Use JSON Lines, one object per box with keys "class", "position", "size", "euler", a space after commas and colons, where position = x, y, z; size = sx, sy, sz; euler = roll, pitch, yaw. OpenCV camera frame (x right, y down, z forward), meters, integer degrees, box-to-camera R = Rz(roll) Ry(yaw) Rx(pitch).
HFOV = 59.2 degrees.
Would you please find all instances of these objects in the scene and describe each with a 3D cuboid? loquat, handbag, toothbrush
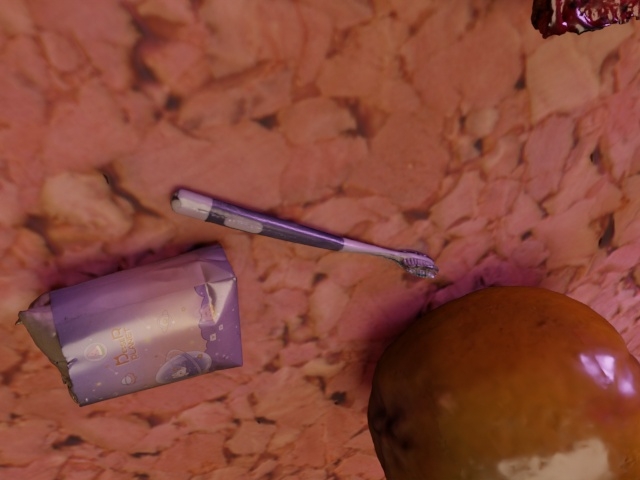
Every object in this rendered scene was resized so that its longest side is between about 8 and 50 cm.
{"class": "loquat", "position": [0.201, 0.190, 0.611], "size": [0.284, 0.276, 0.275], "euler": [-7, 129, -13]}
{"class": "handbag", "position": [-0.157, 0.073, 0.484], "size": [0.173, 0.095, 0.117], "euler": [-13, 126, -22]}
{"class": "toothbrush", "position": [0.000, 0.000, 0.525], "size": [0.288, 0.026, 0.024], "euler": [15, 117, -30]}

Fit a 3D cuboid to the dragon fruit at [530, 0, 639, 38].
{"class": "dragon fruit", "position": [0.196, -0.213, 0.381], "size": [0.161, 0.127, 0.120], "euler": [-21, 114, -2]}
